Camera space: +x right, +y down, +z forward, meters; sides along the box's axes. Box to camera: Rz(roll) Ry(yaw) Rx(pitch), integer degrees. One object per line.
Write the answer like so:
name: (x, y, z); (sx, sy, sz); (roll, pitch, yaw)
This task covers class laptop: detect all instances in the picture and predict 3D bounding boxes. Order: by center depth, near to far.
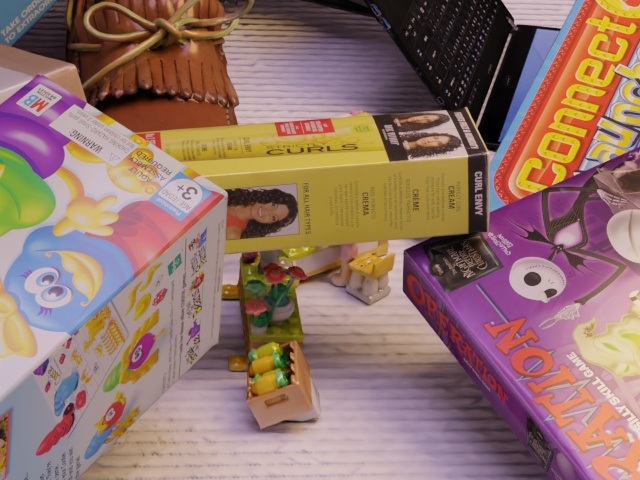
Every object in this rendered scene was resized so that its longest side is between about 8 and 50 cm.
laptop: (0.171, -0.188, 1.524); (0.137, 0.264, 0.234); (-27, 19, 27)

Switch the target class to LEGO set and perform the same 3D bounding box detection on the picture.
LEGO set: (0.000, 0.000, 1.234); (0.132, 0.107, 0.287); (21, 35, 21)

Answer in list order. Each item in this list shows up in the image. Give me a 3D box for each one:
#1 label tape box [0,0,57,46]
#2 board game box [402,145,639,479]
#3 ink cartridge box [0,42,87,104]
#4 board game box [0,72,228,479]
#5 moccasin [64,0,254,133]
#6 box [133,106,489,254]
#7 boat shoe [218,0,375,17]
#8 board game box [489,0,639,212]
label tape box: (-0.221, -0.258, 1.425); (0.240, 0.106, 0.334); (-48, 34, -18)
board game box: (0.224, 0.091, 1.097); (0.208, 0.056, 0.347); (-26, 53, -16)
ink cartridge box: (-0.285, -0.051, 1.205); (0.235, 0.088, 0.193); (-24, 22, -26)
board game box: (-0.192, 0.063, 0.993); (0.142, 0.144, 0.275); (32, 54, 19)
moccasin: (-0.124, -0.141, 1.394); (0.139, 0.147, 0.380); (2, 33, -7)
box: (-0.016, -0.036, 1.154); (0.232, 0.058, 0.087); (-5, 26, -3)
boat shoe: (-0.083, -0.243, 1.593); (0.319, 0.099, 0.116); (1, 1, -5)
board game box: (0.293, -0.050, 1.314); (0.302, 0.086, 0.308); (17, 49, 15)
